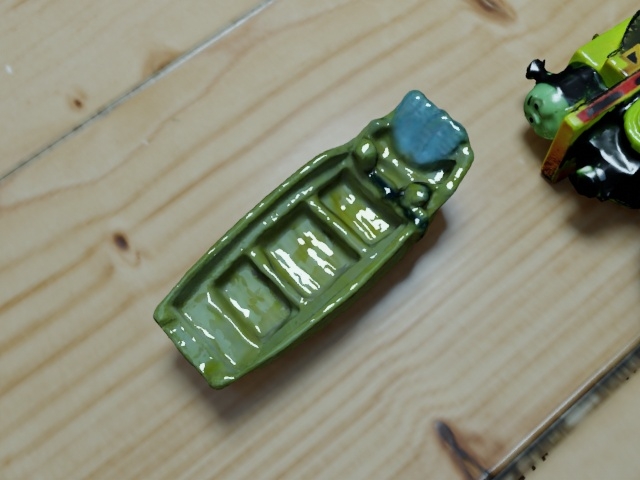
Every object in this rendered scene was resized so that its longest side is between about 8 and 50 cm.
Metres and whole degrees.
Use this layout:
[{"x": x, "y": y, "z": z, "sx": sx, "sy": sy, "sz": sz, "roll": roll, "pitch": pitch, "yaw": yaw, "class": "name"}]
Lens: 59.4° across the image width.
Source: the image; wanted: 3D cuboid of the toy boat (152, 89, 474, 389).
[{"x": 0.001, "y": 0.001, "z": 0.456, "sx": 0.276, "sy": 0.084, "sz": 0.111, "roll": -43, "pitch": 76, "yaw": -7, "class": "toy boat"}]

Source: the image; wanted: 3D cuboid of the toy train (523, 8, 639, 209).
[{"x": 0.308, "y": -0.149, "z": 0.479, "sx": 0.296, "sy": 0.100, "sz": 0.161, "roll": -34, "pitch": 65, "yaw": -7, "class": "toy train"}]
